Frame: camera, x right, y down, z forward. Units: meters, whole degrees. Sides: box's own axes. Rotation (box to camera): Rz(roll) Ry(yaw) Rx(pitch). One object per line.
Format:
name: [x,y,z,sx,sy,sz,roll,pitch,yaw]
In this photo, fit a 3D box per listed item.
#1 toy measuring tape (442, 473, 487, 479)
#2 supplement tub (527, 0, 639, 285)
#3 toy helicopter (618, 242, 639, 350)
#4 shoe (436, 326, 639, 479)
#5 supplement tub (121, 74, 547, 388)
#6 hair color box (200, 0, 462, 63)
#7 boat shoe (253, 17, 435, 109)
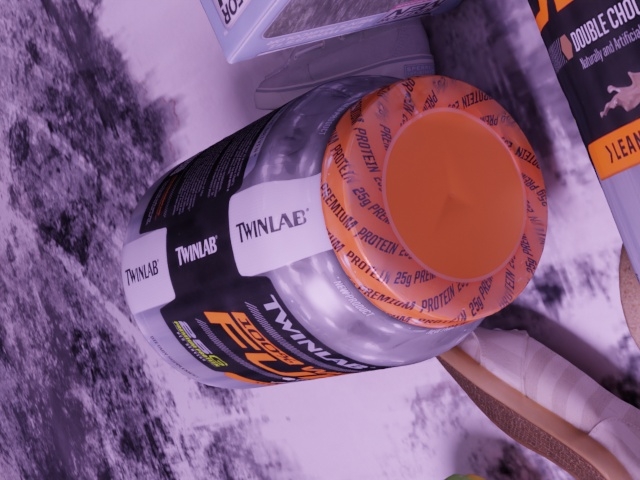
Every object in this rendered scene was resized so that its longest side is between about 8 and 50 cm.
toy measuring tape: [0.082,0.223,0.939,0.330,0.121,0.121,12,116,65]
supplement tub: [0.177,-0.148,0.497,0.207,0.207,0.338,-26,84,58]
toy helicopter: [0.196,0.160,0.613,0.140,0.235,0.355,-10,90,45]
shoe: [0.150,0.105,0.823,0.219,0.058,0.076,36,165,48]
supplement tub: [0.000,0.000,0.857,0.316,0.193,0.193,-20,89,59]
hair color box: [-0.038,-0.312,0.755,0.113,0.185,0.374,-39,74,56]
boat shoe: [0.011,-0.132,0.896,0.184,0.066,0.063,-5,91,58]
